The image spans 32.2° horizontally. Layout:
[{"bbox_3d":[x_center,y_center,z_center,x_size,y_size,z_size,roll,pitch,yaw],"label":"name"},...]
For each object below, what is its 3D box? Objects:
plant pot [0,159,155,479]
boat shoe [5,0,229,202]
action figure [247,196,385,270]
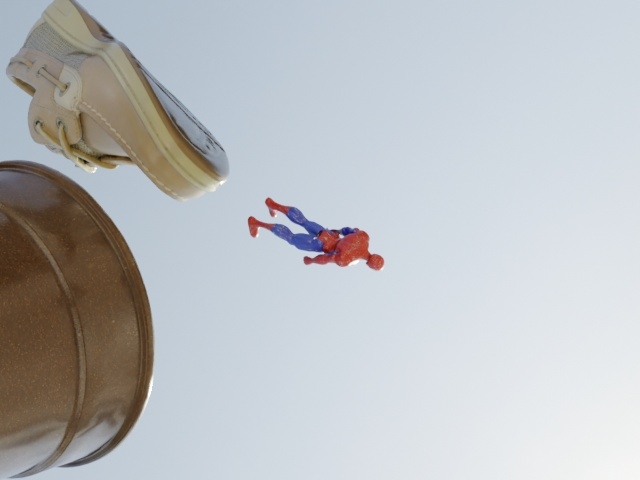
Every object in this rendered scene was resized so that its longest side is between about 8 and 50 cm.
[{"bbox_3d":[-0.194,0.056,0.520,0.165,0.167,0.167,-21,-77,-56],"label":"plant pot"},{"bbox_3d":[-0.165,-0.095,0.841,0.098,0.302,0.109,-45,-48,-1],"label":"boat shoe"},{"bbox_3d":[0.000,0.000,0.804,0.038,0.115,0.030,-44,-44,-29],"label":"action figure"}]
